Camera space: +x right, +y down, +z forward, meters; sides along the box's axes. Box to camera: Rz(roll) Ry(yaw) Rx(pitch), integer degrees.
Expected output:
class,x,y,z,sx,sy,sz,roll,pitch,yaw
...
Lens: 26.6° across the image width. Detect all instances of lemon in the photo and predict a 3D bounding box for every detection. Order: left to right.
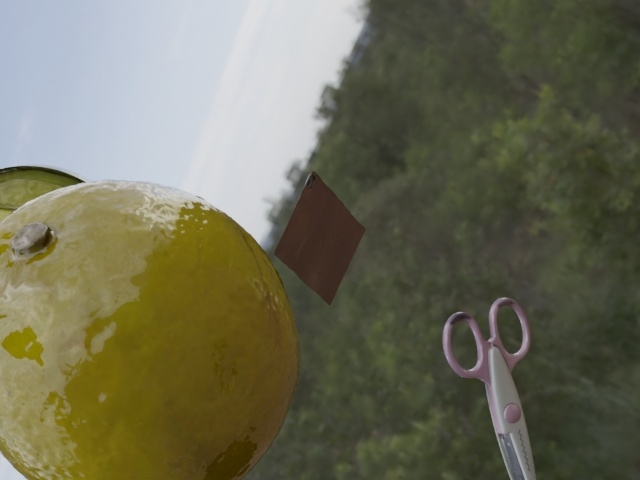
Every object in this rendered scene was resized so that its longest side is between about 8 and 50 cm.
class,x,y,z,sx,sy,sz,roll,pitch,yaw
lemon,-0.186,0.100,1.311,0.348,0.348,0.348,-154,90,-89

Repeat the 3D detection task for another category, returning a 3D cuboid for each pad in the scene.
class,x,y,z,sx,sy,sz,roll,pitch,yaw
pad,0.000,0.000,1.664,0.113,0.006,0.188,-66,-29,-12

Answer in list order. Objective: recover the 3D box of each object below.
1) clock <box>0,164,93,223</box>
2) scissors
class,x,y,z,sx,sy,sz,roll,pitch,yaw
clock,-0.334,0.048,1.614,0.071,0.293,0.277,-72,-3,-82
scissors,0.154,0.139,1.135,0.022,0.085,0.176,-8,97,64
